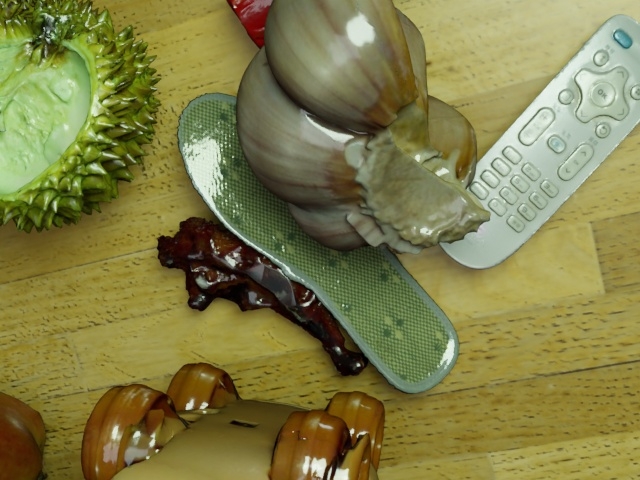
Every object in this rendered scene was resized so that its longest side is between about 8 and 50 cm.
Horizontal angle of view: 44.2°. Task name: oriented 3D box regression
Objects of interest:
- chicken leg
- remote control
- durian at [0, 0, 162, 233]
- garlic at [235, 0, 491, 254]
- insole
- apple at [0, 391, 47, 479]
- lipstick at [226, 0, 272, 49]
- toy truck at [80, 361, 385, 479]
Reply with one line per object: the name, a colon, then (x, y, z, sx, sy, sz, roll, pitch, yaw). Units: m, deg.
chicken leg: (-0.049, 0.042, 0.697, 0.219, 0.048, 0.089, 23, 109, 7)
remote control: (0.180, -0.072, 0.626, 0.073, 0.044, 0.229, 40, 99, -2)
durian: (-0.244, -0.109, 0.643, 0.237, 0.176, 0.200, 6, 107, 16)
garlic: (0.012, -0.094, 0.573, 0.160, 0.191, 0.214, -34, 130, 14)
insole: (0.000, 0.000, 0.672, 0.109, 0.007, 0.322, -42, 93, -14)
apple: (-0.415, 0.301, 0.782, 0.365, 0.329, 0.295, -19, 57, 11)
lipstick: (0.058, -0.235, 0.604, 0.279, 0.073, 0.073, -26, 95, 17)
toy truck: (-0.057, 0.217, 0.631, 0.204, 0.288, 0.212, 7, 91, 11)
